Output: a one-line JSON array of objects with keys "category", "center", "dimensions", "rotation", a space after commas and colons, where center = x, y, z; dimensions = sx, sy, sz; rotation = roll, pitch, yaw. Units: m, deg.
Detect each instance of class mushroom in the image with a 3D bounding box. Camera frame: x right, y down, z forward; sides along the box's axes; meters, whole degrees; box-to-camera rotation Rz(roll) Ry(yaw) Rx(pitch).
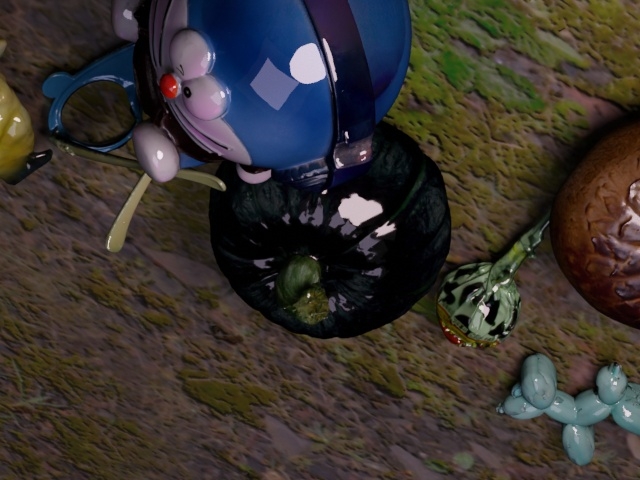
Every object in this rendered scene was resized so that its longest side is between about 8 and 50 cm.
[{"category": "mushroom", "center": [0.372, -0.006, 1.869], "dimensions": [0.297, 0.163, 0.278], "rotation": [9, 134, -12]}]

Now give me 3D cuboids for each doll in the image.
[{"category": "doll", "center": [0.283, 0.183, 2.117], "dimensions": [0.159, 0.059, 0.158], "rotation": [-23, 126, 26]}, {"category": "doll", "center": [-0.053, -0.173, 1.668], "dimensions": [0.240, 0.310, 0.284], "rotation": [-24, 93, -20]}]

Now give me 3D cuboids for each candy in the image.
[{"category": "candy", "center": [0.228, 0.000, 1.965], "dimensions": [0.091, 0.083, 0.305], "rotation": [31, 120, -16]}]

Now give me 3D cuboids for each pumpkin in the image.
[{"category": "pumpkin", "center": [0.000, 0.000, 1.871], "dimensions": [0.248, 0.248, 0.248], "rotation": [4, 131, 4]}]

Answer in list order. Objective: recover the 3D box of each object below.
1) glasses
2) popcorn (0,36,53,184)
[{"category": "glasses", "center": [-0.166, -0.093, 1.879], "dimensions": [0.239, 0.207, 0.102], "rotation": [-20, 162, 25]}, {"category": "popcorn", "center": [-0.428, -0.127, 1.813], "dimensions": [0.293, 0.293, 0.237], "rotation": [-30, 91, 29]}]
